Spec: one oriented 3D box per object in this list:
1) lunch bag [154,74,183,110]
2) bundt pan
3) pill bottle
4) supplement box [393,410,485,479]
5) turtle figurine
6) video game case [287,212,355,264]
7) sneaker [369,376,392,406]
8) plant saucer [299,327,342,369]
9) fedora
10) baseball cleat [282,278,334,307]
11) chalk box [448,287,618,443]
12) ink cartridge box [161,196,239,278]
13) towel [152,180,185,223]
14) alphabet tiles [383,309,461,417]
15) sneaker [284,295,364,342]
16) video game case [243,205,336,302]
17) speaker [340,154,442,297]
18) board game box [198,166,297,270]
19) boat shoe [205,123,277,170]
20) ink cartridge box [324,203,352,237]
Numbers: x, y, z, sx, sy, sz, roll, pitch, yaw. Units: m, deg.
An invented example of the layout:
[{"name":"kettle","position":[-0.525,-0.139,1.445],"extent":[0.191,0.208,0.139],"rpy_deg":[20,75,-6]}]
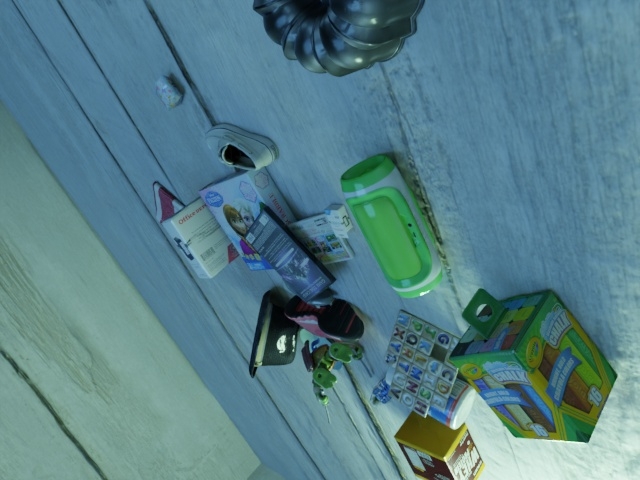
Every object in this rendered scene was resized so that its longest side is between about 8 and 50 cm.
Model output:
[{"name":"lunch bag","position":[-0.427,-0.420,1.414],"extent":[0.071,0.053,0.083],"rpy_deg":[51,158,-1]},{"name":"bundt pan","position":[-0.001,-0.421,0.822],"extent":[0.331,0.124,0.331],"rpy_deg":[32,145,26]},{"name":"pill bottle","position":[0.295,0.403,1.364],"extent":[0.221,0.124,0.124],"rpy_deg":[24,141,36]},{"name":"supplement box","position":[0.367,0.649,1.540],"extent":[0.191,0.129,0.194],"rpy_deg":[1,126,50]},{"name":"turtle figurine","position":[0.062,0.412,1.557],"extent":[0.266,0.197,0.275],"rpy_deg":[92,154,-76]},{"name":"video game case","position":[0.000,0.000,1.358],"extent":[0.157,0.019,0.143],"rpy_deg":[-14,114,44]},{"name":"sneaker","position":[0.217,0.472,1.576],"extent":[0.080,0.081,0.211],"rpy_deg":[41,147,15]},{"name":"plant saucer","position":[0.011,0.370,1.758],"extent":[0.195,0.037,0.195],"rpy_deg":[32,146,26]},{"name":"fedora","position":[-0.156,0.342,1.785],"extent":[0.152,0.334,0.334],"rpy_deg":[11,145,-4]},{"name":"baseball cleat","position":[-0.050,0.135,1.543],"extent":[0.206,0.072,0.109],"rpy_deg":[15,129,37]},{"name":"chalk box","position":[0.398,0.224,0.987],"extent":[0.289,0.180,0.179],"rpy_deg":[50,149,-6]},{"name":"ink cartridge box","position":[-0.392,-0.015,1.698],"extent":[0.100,0.172,0.237],"rpy_deg":[-5,121,53]},{"name":"towel","position":[-0.539,-0.059,1.963],"extent":[0.329,0.037,0.237],"rpy_deg":[40,147,13]},{"name":"alphabet tiles","position":[0.257,0.328,1.307],"extent":[0.198,0.009,0.237],"rpy_deg":[23,104,34]},{"name":"sneaker","position":[0.031,0.254,1.570],"extent":[0.314,0.116,0.136],"rpy_deg":[14,151,46]},{"name":"video game case","position":[-0.093,0.046,1.420],"extent":[0.274,0.026,0.196],"rpy_deg":[46,147,0]},{"name":"speaker","position":[0.154,-0.027,1.064],"extent":[0.131,0.131,0.297],"rpy_deg":[-1,124,51]},{"name":"board game box","position":[-0.196,-0.056,1.513],"extent":[0.318,0.066,0.318],"rpy_deg":[-9,118,52]},{"name":"boat shoe","position":[-0.233,-0.240,1.337],"extent":[0.267,0.088,0.096],"rpy_deg":[24,142,33]},{"name":"ink cartridge box","position":[0.048,-0.049,1.260],"extent":[0.048,0.028,0.083],"rpy_deg":[8,131,47]}]
